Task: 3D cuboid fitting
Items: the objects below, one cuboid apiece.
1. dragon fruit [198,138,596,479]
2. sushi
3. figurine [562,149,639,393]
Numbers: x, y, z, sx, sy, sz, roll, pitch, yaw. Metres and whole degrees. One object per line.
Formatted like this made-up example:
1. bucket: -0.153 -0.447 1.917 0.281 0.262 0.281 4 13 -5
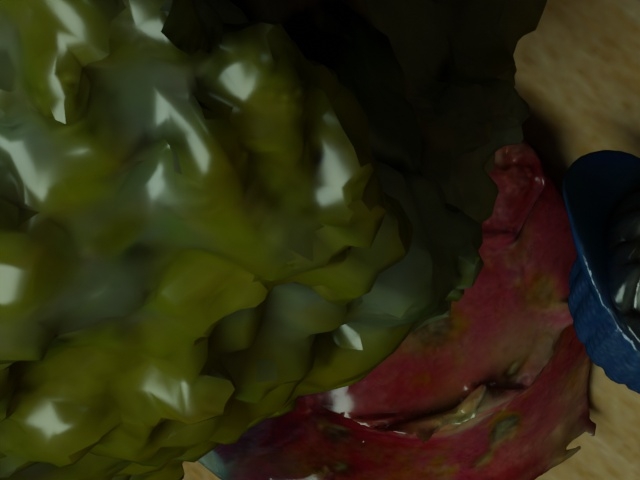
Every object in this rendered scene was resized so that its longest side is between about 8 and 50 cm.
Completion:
1. dragon fruit: -0.003 0.004 0.709 0.274 0.126 0.161 44 141 -1
2. sushi: -0.121 -0.110 0.507 0.240 0.351 0.396 -31 101 19
3. figurine: 0.149 0.000 0.627 0.149 0.086 0.087 -20 151 36
